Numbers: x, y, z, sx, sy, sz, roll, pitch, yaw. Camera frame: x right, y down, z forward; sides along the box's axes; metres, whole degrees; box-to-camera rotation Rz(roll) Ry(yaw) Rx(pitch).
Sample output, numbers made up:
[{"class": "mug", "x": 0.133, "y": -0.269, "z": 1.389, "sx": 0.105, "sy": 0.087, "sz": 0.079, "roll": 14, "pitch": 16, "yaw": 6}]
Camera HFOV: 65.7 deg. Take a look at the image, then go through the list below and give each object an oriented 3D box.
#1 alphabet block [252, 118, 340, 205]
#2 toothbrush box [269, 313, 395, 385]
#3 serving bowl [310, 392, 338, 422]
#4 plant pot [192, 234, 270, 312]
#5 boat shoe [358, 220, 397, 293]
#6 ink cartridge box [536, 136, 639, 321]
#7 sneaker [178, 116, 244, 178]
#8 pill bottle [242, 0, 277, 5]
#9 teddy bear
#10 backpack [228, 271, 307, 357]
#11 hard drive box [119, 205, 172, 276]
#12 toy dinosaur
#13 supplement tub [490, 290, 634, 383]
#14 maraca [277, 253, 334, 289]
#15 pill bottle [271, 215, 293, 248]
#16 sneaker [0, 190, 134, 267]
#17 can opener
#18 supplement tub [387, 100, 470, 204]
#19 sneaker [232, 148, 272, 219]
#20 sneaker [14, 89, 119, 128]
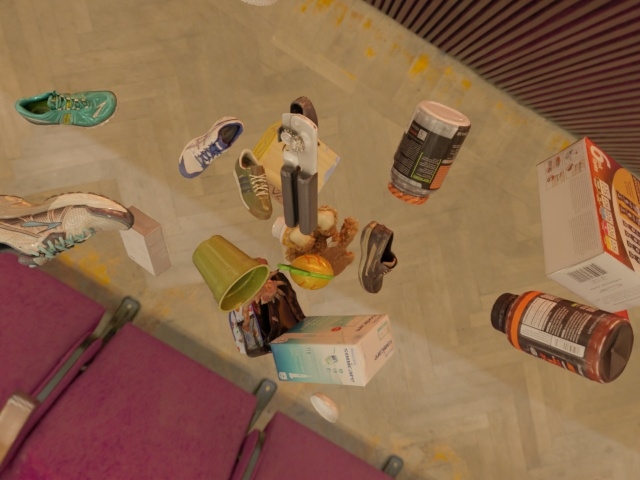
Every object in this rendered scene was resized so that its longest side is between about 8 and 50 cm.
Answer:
[{"class": "alphabet block", "x": -0.094, "y": -0.222, "z": 1.460, "sx": 0.197, "sy": 0.193, "sz": 0.192, "roll": 36, "pitch": 77, "yaw": -21}, {"class": "toothbrush box", "x": 0.038, "y": 0.314, "z": 1.454, "sx": 0.295, "sy": 0.216, "sz": 0.126, "roll": -6, "pitch": 102, "yaw": 34}, {"class": "serving bowl", "x": 0.015, "y": 0.398, "z": 1.198, "sx": 0.027, "sy": 0.083, "sz": 0.083, "roll": -38, "pitch": 101, "yaw": -30}, {"class": "plant pot", "x": -0.122, "y": 0.036, "z": 0.639, "sx": 0.079, "sy": 0.083, "sz": 0.083, "roll": 43, "pitch": 99, "yaw": 19}, {"class": "boat shoe", "x": 0.238, "y": 0.090, "z": 2.030, "sx": 0.130, "sy": 0.132, "sz": 0.355, "roll": 21, "pitch": 136, "yaw": 30}, {"class": "ink cartridge box", "x": 0.610, "y": -0.018, "z": 1.058, "sx": 0.272, "sy": 0.309, "sz": 0.130, "roll": 28, "pitch": 143, "yaw": -21}, {"class": "sneaker", "x": -0.404, "y": -0.347, "z": 1.823, "sx": 0.296, "sy": 0.131, "sz": 0.112, "roll": -50, "pitch": 120, "yaw": -8}, {"class": "pill bottle", "x": -0.119, "y": -0.727, "z": 1.144, "sx": 0.176, "sy": 0.318, "sz": 0.176, "roll": 12, "pitch": 61, "yaw": -21}, {"class": "teddy bear", "x": 0.000, "y": 0.000, "z": 1.544, "sx": 0.245, "sy": 0.338, "sz": 0.113, "roll": -49, "pitch": 60, "yaw": 10}, {"class": "backpack", "x": -0.178, "y": 0.244, "z": 1.662, "sx": 0.213, "sy": 0.276, "sz": 0.263, "roll": -22, "pitch": 77, "yaw": 32}, {"class": "hard drive box", "x": -0.700, "y": 0.005, "z": 1.969, "sx": 0.181, "sy": 0.089, "sz": 0.232, "roll": 30, "pitch": 141, "yaw": 23}, {"class": "toy dinosaur", "x": -0.182, "y": 0.106, "z": 1.357, "sx": 0.127, "sy": 0.296, "sz": 0.200, "roll": 34, "pitch": 116, "yaw": -26}, {"class": "supplement tub", "x": 0.374, "y": 0.143, "z": 0.792, "sx": 0.106, "sy": 0.198, "sz": 0.106, "roll": -8, "pitch": 105, "yaw": -32}, {"class": "maraca", "x": -0.038, "y": 0.085, "z": 1.365, "sx": 0.127, "sy": 0.185, "sz": 0.099, "roll": 11, "pitch": 90, "yaw": 37}, {"class": "pill bottle", "x": -0.066, "y": -0.011, "z": 1.793, "sx": 0.215, "sy": 0.117, "sz": 0.117, "roll": 25, "pitch": 101, "yaw": 18}, {"class": "sneaker", "x": -0.479, "y": -0.009, "z": 0.887, "sx": 0.283, "sy": 0.110, "sz": 0.122, "roll": -4, "pitch": 69, "yaw": -7}, {"class": "can opener", "x": -0.029, "y": -0.126, "z": 0.931, "sx": 0.074, "sy": 0.093, "sz": 0.280, "roll": 27, "pitch": 141, "yaw": 22}, {"class": "supplement tub", "x": 0.354, "y": -0.291, "z": 1.676, "sx": 0.193, "sy": 0.193, "sz": 0.316, "roll": 20, "pitch": 122, "yaw": -4}, {"class": "sneaker", "x": -0.164, "y": -0.146, "z": 1.219, "sx": 0.064, "sy": 0.192, "sz": 0.086, "roll": -6, "pitch": 141, "yaw": -32}, {"class": "sneaker", "x": -0.706, "y": -0.371, "z": 1.388, "sx": 0.275, "sy": 0.110, "sz": 0.107, "roll": -8, "pitch": 86, "yaw": -1}]
